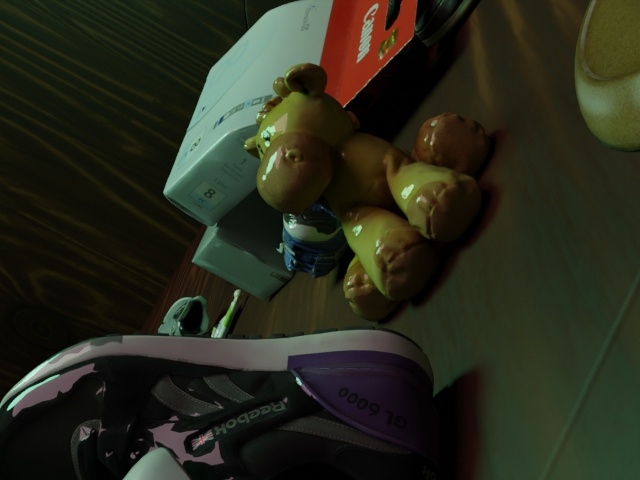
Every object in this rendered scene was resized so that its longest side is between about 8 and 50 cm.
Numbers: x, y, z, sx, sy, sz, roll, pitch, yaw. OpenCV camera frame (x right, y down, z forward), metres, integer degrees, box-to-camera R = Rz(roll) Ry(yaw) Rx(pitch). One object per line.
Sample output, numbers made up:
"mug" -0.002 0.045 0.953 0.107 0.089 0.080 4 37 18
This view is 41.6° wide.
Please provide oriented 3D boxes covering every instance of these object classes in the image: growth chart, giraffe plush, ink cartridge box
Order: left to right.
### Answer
"growth chart" -0.197 0.194 1.420 0.237 0.021 0.172 -44 21 57
"ink cartridge box" -0.035 -0.233 1.090 0.385 0.091 0.308 -39 26 35
"giraffe plush" 0.021 -0.061 0.699 0.181 0.170 0.210 -56 13 27

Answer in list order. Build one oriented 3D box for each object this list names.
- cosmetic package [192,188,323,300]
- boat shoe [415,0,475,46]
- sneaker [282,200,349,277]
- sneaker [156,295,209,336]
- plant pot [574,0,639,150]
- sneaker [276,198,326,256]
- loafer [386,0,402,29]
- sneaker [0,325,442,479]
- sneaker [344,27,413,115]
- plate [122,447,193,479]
"cosmetic package" -0.075 -0.049 1.204 0.107 0.127 0.238 -41 21 55
"boat shoe" 0.163 -0.323 0.944 0.223 0.073 0.080 -53 14 35
"sneaker" 0.000 0.000 0.878 0.211 0.080 0.081 8 -81 -82
"sneaker" -0.258 0.188 1.442 0.132 0.086 0.228 -33 31 63
"plant pot" 0.213 -0.159 0.456 0.236 0.032 0.236 -56 13 20
"sneaker" -0.023 -0.019 1.114 0.040 0.044 0.109 -49 15 53
"loafer" 0.115 -0.380 1.307 0.087 0.094 0.251 -27 10 -3
"sneaker" -0.072 0.126 0.488 0.124 0.283 0.107 -88 -14 -55
"sneaker" 0.036 -0.230 1.215 0.118 0.107 0.279 -68 12 -6
"plate" -0.090 0.278 0.365 0.278 0.045 0.277 39 103 46
